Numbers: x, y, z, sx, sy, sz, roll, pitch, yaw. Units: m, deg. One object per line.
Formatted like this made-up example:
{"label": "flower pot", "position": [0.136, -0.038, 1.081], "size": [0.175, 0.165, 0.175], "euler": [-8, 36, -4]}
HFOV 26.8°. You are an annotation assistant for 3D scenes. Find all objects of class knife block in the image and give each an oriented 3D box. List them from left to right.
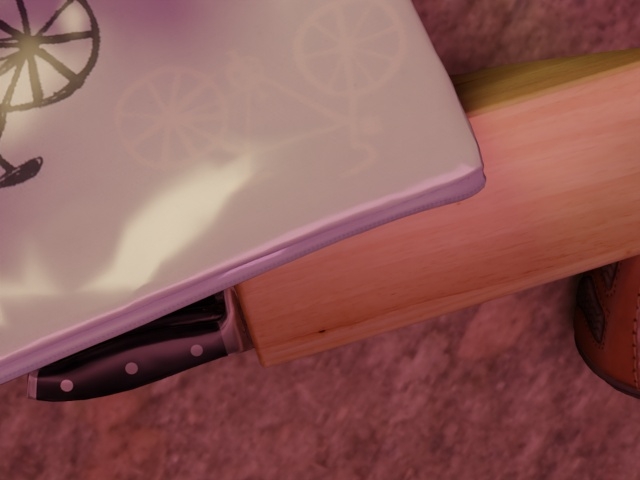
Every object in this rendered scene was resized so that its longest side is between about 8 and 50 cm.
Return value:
{"label": "knife block", "position": [0.000, 0.000, 0.616], "size": [0.242, 0.275, 0.088], "euler": [-33, 112, -43]}

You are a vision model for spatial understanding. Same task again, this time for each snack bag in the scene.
{"label": "snack bag", "position": [-0.123, -0.108, 0.597], "size": [0.323, 0.037, 0.342], "euler": [-23, 73, -3]}

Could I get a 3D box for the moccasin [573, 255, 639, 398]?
{"label": "moccasin", "position": [0.334, 0.038, 0.746], "size": [0.380, 0.139, 0.147], "euler": [14, 110, -2]}
